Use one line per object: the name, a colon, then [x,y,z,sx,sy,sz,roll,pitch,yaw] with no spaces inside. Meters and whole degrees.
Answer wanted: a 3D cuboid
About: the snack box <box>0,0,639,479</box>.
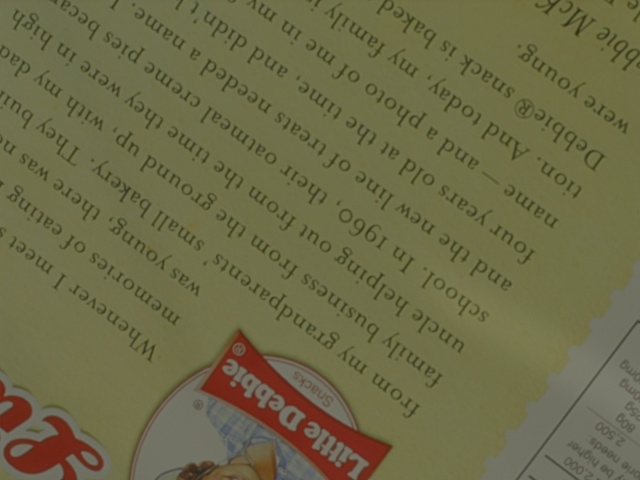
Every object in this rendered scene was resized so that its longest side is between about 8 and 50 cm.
snack box: [0.000,0.000,0.355,0.322,0.187,0.060,37,-171,6]
